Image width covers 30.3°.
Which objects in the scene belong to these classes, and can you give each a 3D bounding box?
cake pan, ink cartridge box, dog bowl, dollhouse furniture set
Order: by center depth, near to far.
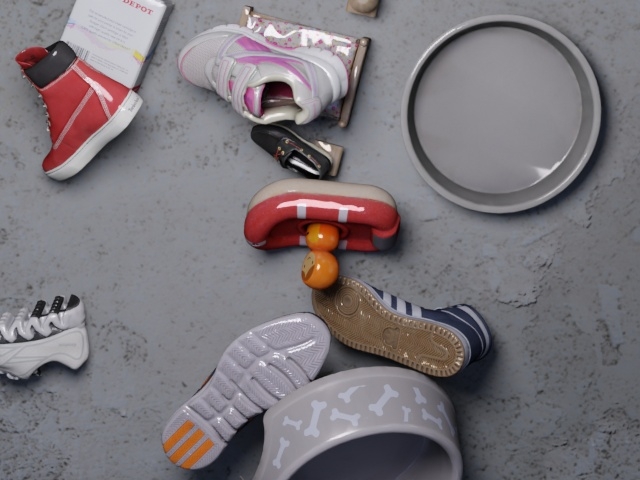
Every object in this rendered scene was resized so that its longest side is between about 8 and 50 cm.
[{"bbox_3d":[-0.086,-0.289,1.697,0.303,0.174,0.355,14,103,2],"label":"dollhouse furniture set"},{"bbox_3d":[0.265,-0.188,1.753,0.293,0.054,0.293,1,102,4],"label":"cake pan"},{"bbox_3d":[-0.312,-0.301,1.762,0.127,0.072,0.175,26,103,-1],"label":"ink cartridge box"},{"bbox_3d":[0.056,0.346,1.773,0.349,0.102,0.349,-10,133,-11],"label":"dog bowl"}]

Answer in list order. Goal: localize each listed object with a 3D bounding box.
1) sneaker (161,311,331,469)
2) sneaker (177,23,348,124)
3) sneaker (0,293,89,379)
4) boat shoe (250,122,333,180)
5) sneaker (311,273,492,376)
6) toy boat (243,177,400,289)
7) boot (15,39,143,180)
[{"bbox_3d":[-0.109,0.203,1.801,0.321,0.180,0.124,-39,95,15],"label":"sneaker"},{"bbox_3d":[-0.094,-0.227,1.648,0.252,0.111,0.103,12,131,20],"label":"sneaker"},{"bbox_3d":[-0.507,0.172,1.871,0.292,0.110,0.118,-10,110,7],"label":"sneaker"},{"bbox_3d":[-0.048,-0.132,1.751,0.133,0.042,0.049,29,137,6],"label":"boat shoe"},{"bbox_3d":[0.130,0.124,1.821,0.282,0.153,0.099,24,108,30],"label":"sneaker"},{"bbox_3d":[0.000,0.000,1.749,0.231,0.151,0.151,5,68,4],"label":"toy boat"},{"bbox_3d":[-0.389,-0.195,1.731,0.176,0.088,0.244,36,139,-18],"label":"boot"}]
